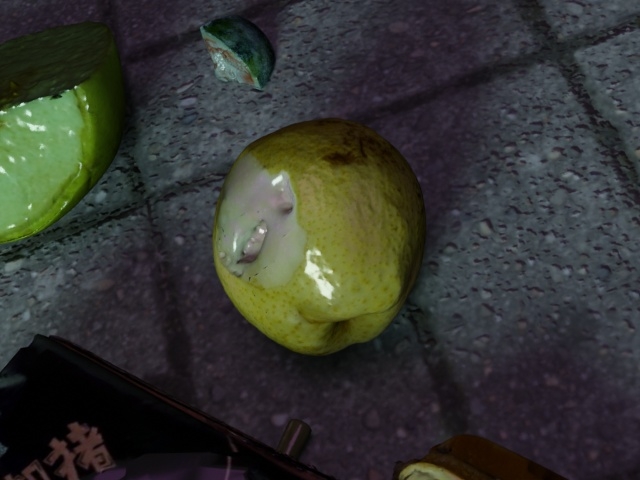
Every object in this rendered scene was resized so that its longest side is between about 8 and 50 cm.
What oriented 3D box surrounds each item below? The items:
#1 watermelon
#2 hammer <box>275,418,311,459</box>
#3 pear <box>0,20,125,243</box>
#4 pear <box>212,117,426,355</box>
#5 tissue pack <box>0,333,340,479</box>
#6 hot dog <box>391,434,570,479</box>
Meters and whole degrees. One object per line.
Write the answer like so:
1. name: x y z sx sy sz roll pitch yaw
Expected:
1. watermelon: -0.083 -0.184 1.065 0.061 0.085 0.085 -41 46 26
2. hammer: -0.053 0.218 0.773 0.062 0.013 0.198 15 62 27
3. pear: -0.294 -0.109 1.026 0.288 0.139 0.239 -15 37 13
4. pear: 0.000 0.000 0.819 0.178 0.178 0.178 -9 53 13
5. tissue pack: -0.139 0.217 0.727 0.332 0.123 0.245 20 59 33
6. hot dog: 0.159 0.198 0.660 0.270 0.109 0.072 27 107 26
